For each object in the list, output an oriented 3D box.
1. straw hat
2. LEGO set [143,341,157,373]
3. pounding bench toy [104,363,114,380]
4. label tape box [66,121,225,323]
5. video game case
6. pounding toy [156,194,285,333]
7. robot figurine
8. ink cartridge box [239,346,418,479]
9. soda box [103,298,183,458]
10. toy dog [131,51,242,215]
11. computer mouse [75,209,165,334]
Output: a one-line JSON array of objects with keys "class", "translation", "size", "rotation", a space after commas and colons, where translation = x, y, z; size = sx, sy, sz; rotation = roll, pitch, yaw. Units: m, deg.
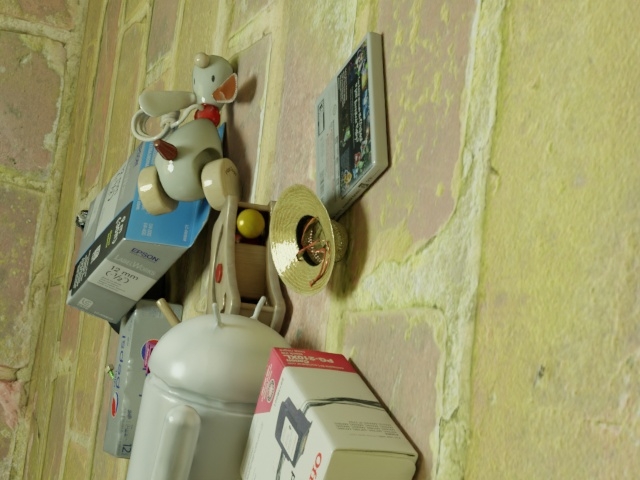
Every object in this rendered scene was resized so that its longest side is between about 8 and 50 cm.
[{"class": "straw hat", "translation": [0.000, 0.000, 1.400], "size": [0.144, 0.061, 0.144], "rotation": [9, 101, 55]}, {"class": "LEGO set", "translation": [-0.265, 0.272, 1.926], "size": [0.093, 0.087, 0.227], "rotation": [-125, 43, -68]}, {"class": "pounding bench toy", "translation": [-0.378, 0.277, 2.202], "size": [0.052, 0.083, 0.065], "rotation": [125, 148, -47]}, {"class": "label tape box", "translation": [-0.308, -0.047, 1.997], "size": [0.348, 0.115, 0.249], "rotation": [-44, 30, 41]}, {"class": "video game case", "translation": [0.036, -0.136, 1.421], "size": [0.173, 0.022, 0.190], "rotation": [133, 141, -55]}, {"class": "pounding toy", "translation": [-0.139, 0.067, 1.590], "size": [0.154, 0.155, 0.269], "rotation": [143, 132, -66]}, {"class": "robot figurine", "translation": [-0.134, 0.245, 1.447], "size": [0.300, 0.200, 0.353], "rotation": [-18, -60, -76]}, {"class": "ink cartridge box", "translation": [0.000, 0.246, 1.242], "size": [0.237, 0.100, 0.172], "rotation": [-131, 53, -63]}, {"class": "soda box", "translation": [-0.323, 0.251, 2.063], "size": [0.098, 0.091, 0.286], "rotation": [173, 105, -65]}, {"class": "toy dog", "translation": [-0.220, -0.191, 1.854], "size": [0.161, 0.220, 0.333], "rotation": [61, -173, -50]}, {"class": "computer mouse", "translation": [-0.363, 0.057, 2.177], "size": [0.072, 0.188, 0.272], "rotation": [-37, 56, 45]}]
